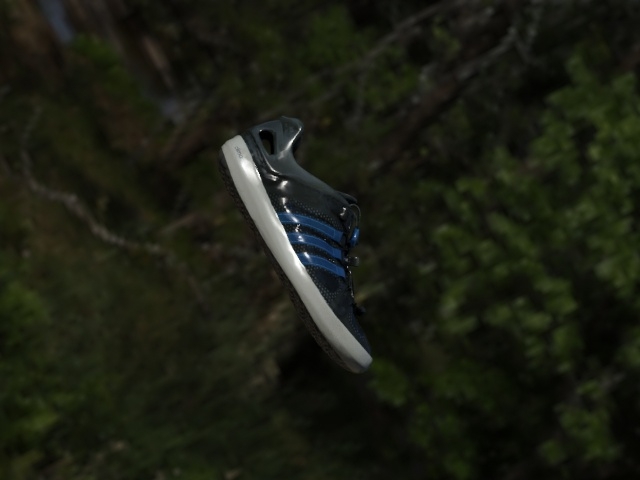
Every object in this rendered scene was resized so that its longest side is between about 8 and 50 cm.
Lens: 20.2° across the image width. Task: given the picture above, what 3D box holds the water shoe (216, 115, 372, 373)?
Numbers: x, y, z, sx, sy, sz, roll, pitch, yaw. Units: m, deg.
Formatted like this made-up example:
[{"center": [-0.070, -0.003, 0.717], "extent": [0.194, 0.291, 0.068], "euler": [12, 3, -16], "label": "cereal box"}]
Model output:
[{"center": [0.000, 0.000, 1.342], "extent": [0.203, 0.080, 0.073], "euler": [60, -7, 4], "label": "water shoe"}]
